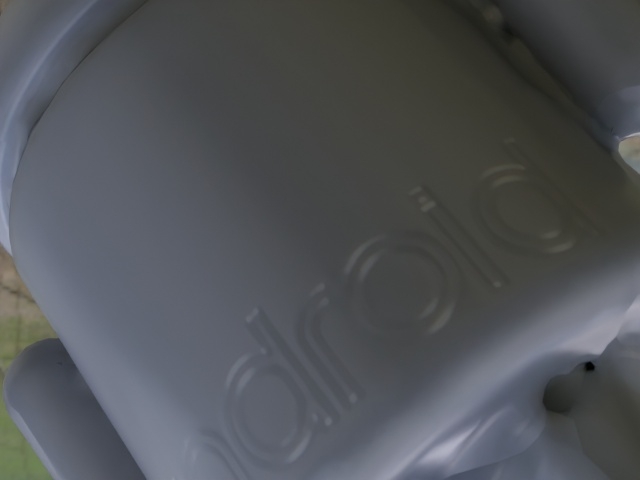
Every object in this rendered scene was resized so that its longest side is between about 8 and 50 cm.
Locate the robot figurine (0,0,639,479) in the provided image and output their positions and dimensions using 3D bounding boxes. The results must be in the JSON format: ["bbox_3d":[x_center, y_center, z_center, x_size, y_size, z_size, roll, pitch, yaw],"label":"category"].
[{"bbox_3d":[0.000,0.000,0.433,0.300,0.353,0.200,-46,152,11],"label":"robot figurine"}]
